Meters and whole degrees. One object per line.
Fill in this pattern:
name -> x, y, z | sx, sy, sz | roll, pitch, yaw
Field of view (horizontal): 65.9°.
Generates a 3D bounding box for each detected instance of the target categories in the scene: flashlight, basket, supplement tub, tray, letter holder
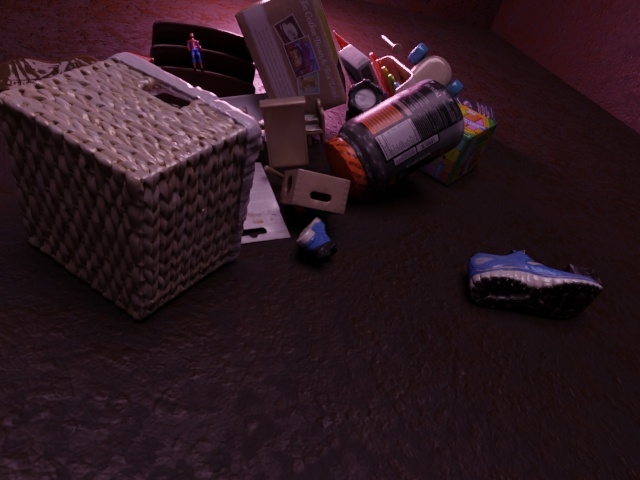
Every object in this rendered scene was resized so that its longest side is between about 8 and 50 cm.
flashlight -> 0.126, -0.394, 1.506 | 0.103, 0.103, 0.304 | 29, -2, 1
basket -> -0.325, -0.101, 0.872 | 0.328, 0.331, 0.266 | 30, 41, 15
supplement tub -> 0.193, -0.268, 1.321 | 0.338, 0.207, 0.207 | -30, 53, -10
tray -> -0.234, -0.337, 1.405 | 0.270, 0.030, 0.145 | -22, 94, -41
letter holder -> -0.344, -0.500, 1.452 | 0.302, 0.214, 0.152 | 5, 39, -18

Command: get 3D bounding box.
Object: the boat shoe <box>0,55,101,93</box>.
boat shoe -> -0.720, -0.419, 1.312 | 0.285, 0.089, 0.104 | -21, 78, -37

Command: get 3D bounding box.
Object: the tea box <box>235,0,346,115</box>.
tea box -> -0.072, -0.573, 1.492 | 0.220, 0.328, 0.323 | -17, 27, 10

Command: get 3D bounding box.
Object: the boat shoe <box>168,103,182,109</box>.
boat shoe -> -0.397, -0.323, 1.328 | 0.073, 0.073, 0.207 | 4, 38, -17

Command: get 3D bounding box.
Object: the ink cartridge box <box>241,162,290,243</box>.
ink cartridge box -> -0.191, -0.079, 1.147 | 0.181, 0.056, 0.224 | -8, 64, -31

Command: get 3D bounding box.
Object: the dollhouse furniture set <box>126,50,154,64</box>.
dollhouse furniture set -> -0.492, -0.337, 1.197 | 0.152, 0.201, 0.374 | 4, 40, -19

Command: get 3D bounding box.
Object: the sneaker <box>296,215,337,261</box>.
sneaker -> -0.001, 0.001, 1.111 | 0.084, 0.058, 0.152 | 44, 15, -6

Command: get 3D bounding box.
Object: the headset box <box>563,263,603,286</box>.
headset box -> 0.687, 0.098, 1.300 | 0.083, 0.032, 0.062 | 13, 38, -10

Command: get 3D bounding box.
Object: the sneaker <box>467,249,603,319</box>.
sneaker -> 0.500, 0.084, 1.160 | 0.330, 0.129, 0.147 | 11, 40, -10

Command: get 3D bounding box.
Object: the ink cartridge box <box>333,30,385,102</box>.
ink cartridge box -> 0.129, -0.558, 1.710 | 0.060, 0.275, 0.239 | -38, 53, 0

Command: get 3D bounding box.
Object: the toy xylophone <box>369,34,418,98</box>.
toy xylophone -> 0.234, -0.516, 1.566 | 0.081, 0.236, 0.322 | -29, 27, 7

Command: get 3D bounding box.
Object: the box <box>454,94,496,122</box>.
box -> 0.547, -0.466, 1.881 | 0.207, 0.108, 0.153 | 20, 38, 2

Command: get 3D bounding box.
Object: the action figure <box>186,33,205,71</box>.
action figure -> -0.350, -0.528, 1.378 | 0.038, 0.030, 0.115 | -13, 75, -16

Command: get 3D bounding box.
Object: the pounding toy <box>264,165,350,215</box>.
pounding toy -> -0.055, -0.117, 1.195 | 0.181, 0.094, 0.206 | 10, 2, -19

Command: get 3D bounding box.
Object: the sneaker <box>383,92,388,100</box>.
sneaker -> 0.255, -0.586, 1.897 | 0.210, 0.082, 0.069 | 2, 54, -17

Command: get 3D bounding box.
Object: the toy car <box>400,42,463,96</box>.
toy car -> 0.361, -0.557, 1.830 | 0.210, 0.238, 0.219 | -45, 93, -6

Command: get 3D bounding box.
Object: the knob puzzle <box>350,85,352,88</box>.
knob puzzle -> 0.206, -0.600, 1.968 | 0.213, 0.030, 0.213 | 12, 38, -10

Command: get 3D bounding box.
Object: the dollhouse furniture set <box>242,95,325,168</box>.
dollhouse furniture set -> -0.095, -0.315, 1.270 | 0.212, 0.160, 0.242 | -7, 35, -4

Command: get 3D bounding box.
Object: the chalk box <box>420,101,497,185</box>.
chalk box -> 0.396, -0.304, 1.559 | 0.179, 0.180, 0.289 | 36, 41, 21
